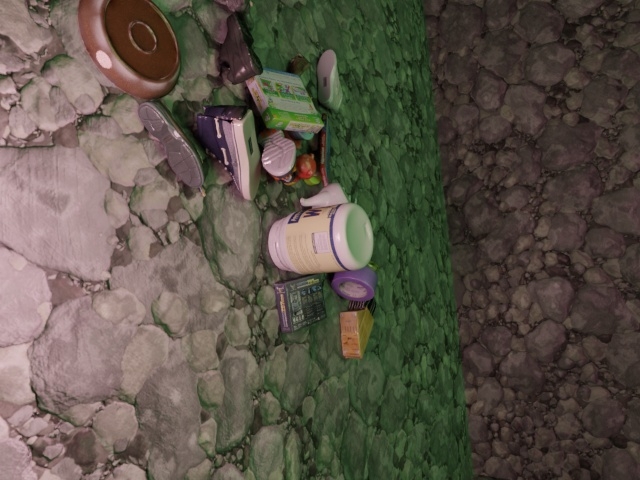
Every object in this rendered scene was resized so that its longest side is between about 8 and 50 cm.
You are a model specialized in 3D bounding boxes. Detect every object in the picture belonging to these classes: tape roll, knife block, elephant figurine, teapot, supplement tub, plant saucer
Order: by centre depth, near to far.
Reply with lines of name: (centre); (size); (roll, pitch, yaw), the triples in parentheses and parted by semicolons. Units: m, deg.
plant saucer: (-0.492, -0.543, 1.216); (0.310, 0.050, 0.311); (15, 72, -56)
elephant figurine: (-0.287, -0.851, 1.512); (0.185, 0.169, 0.240); (-10, 110, -29)
supplement tub: (0.000, 0.000, 1.608); (0.235, 0.324, 0.236); (16, 71, -55)
teapot: (0.049, -0.099, 1.847); (0.256, 0.187, 0.252); (60, 8, -5)
tape roll: (0.147, 0.179, 1.925); (0.189, 0.188, 0.080); (51, 44, -39)
knife block: (0.187, 0.377, 2.039); (0.242, 0.088, 0.276); (3, 81, -56)

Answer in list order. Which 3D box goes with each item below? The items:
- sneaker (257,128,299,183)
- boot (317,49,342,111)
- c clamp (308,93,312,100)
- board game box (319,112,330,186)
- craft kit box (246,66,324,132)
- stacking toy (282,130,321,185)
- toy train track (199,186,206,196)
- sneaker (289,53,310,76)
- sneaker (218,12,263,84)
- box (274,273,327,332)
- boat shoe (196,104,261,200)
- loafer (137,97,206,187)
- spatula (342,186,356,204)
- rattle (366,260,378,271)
sneaker: (-0.123, -0.260, 1.560); (0.321, 0.124, 0.180); (-108, 175, -52)
boot: (0.048, -0.726, 2.060); (0.123, 0.095, 0.259); (15, 80, -61)
c clamp: (-0.028, -0.546, 1.891); (0.137, 0.022, 0.161); (58, 17, -84)
board game box: (0.020, -0.385, 1.916); (0.145, 0.027, 0.282); (71, 19, -63)
craft kit box: (-0.132, -0.511, 1.632); (0.249, 0.061, 0.247); (-7, 63, -45)
stacking toy: (-0.040, -0.367, 1.800); (0.279, 0.130, 0.309); (9, 77, -56)
toy train track: (-0.371, -0.170, 1.359); (0.048, 0.014, 0.083); (-65, 142, -50)
sneaker: (-0.105, -0.707, 1.846); (0.071, 0.066, 0.188); (48, 39, -18)
sneaker: (-0.287, -0.640, 1.498); (0.109, 0.130, 0.286); (38, 31, -55)
box: (-0.071, 0.231, 1.698); (0.232, 0.059, 0.184); (-11, 93, -56)
boat shoe: (-0.288, -0.280, 1.429); (0.341, 0.158, 0.127); (91, 13, -44)
loafer: (-0.399, -0.279, 1.269); (0.268, 0.096, 0.084); (60, 30, -26)
spatula: (0.128, -0.120, 2.112); (0.168, 0.019, 0.242); (35, 56, -48)
rattle: (0.162, 0.119, 2.108); (0.199, 0.143, 0.130); (25, 30, -36)
